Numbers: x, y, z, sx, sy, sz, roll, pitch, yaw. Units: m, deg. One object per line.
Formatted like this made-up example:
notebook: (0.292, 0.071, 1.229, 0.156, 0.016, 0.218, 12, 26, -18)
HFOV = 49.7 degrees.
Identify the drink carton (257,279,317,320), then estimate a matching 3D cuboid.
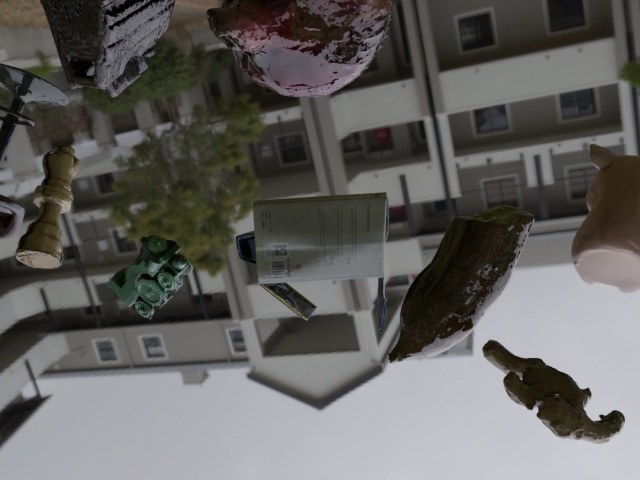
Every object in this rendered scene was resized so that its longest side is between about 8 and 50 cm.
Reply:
drink carton: (-0.094, 0.151, 1.914, 0.056, 0.166, 0.071, -54, -158, -9)

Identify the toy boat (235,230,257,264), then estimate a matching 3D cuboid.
toy boat: (-0.086, 0.020, 1.754, 0.299, 0.096, 0.062, 5, -158, 35)

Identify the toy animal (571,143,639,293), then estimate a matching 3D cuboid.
toy animal: (0.642, -0.042, 1.447, 0.195, 0.256, 0.213, 11, 162, 26)

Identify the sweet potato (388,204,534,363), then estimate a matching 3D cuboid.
sweet potato: (0.250, 0.080, 1.246, 0.369, 0.158, 0.158, -59, -156, -4)

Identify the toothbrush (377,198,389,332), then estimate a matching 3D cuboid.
toothbrush: (0.182, 0.066, 2.048, 0.042, 0.412, 0.035, -2, 167, 14)

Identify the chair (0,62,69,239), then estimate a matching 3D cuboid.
chair: (-0.801, -0.213, 1.720, 0.227, 0.400, 0.226, 15, 170, 3)

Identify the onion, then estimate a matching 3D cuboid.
onion: (-0.066, -0.412, 1.247, 0.348, 0.347, 0.385, 0, -156, 39)

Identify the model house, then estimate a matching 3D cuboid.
model house: (-0.309, -0.436, 1.167, 0.283, 0.297, 0.317, 10, -135, 47)

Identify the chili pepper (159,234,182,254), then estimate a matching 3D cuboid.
chili pepper: (-0.361, 0.039, 1.689, 0.045, 0.178, 0.027, -26, -124, -12)

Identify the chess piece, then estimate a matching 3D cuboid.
chess piece: (-0.352, -0.051, 0.907, 0.060, 0.171, 0.060, 2, 155, 1)

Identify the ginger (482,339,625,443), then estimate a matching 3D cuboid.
ginger: (0.346, 0.232, 1.103, 0.149, 0.065, 0.259, 3, -155, -42)

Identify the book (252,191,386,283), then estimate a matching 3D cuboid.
book: (0.000, 0.000, 1.486, 0.283, 0.214, 0.025, -2, -148, -5)

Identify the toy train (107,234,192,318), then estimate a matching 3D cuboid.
toy train: (-0.295, 0.061, 1.207, 0.178, 0.104, 0.071, -44, -178, 41)
